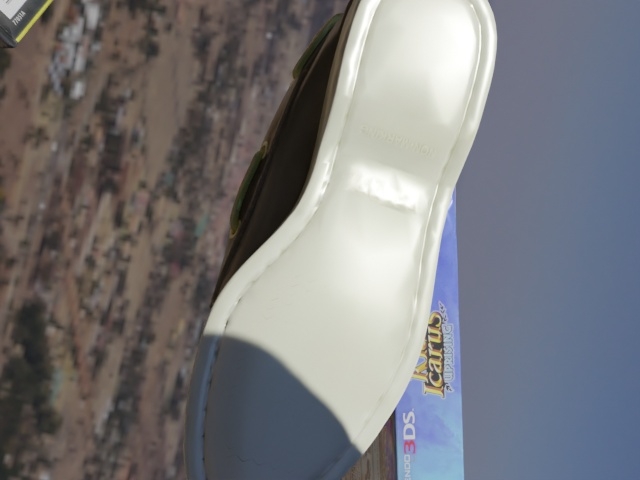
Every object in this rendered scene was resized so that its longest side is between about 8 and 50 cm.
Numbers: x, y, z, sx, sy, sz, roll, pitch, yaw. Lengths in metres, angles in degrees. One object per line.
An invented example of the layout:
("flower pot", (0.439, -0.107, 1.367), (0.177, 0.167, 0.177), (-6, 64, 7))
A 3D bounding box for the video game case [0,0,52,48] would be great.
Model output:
("video game case", (-0.224, -0.306, 0.845), (0.275, 0.035, 0.248), (45, 71, -31))

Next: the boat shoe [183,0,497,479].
("boat shoe", (0.004, 0.002, 0.699), (0.305, 0.109, 0.091), (-69, -164, -7))

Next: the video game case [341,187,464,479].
("video game case", (0.054, 0.088, 1.122), (0.244, 0.061, 0.269), (158, -69, -76))
